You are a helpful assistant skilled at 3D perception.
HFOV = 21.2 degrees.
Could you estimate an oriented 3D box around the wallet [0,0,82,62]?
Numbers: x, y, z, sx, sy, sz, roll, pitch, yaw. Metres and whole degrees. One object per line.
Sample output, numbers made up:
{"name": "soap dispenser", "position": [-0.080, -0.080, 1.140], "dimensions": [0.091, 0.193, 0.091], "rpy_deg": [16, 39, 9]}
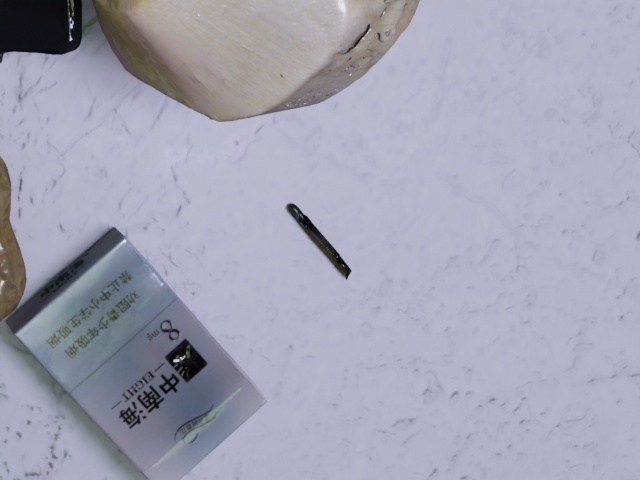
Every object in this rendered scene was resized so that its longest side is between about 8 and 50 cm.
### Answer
{"name": "wallet", "position": [-0.293, -0.292, 1.638], "dimensions": [0.149, 0.044, 0.250], "rpy_deg": [2, 101, 22]}

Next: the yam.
{"name": "yam", "position": [0.000, 0.000, 1.844], "dimensions": [0.014, 0.014, 0.107], "rpy_deg": [-42, 109, -6]}

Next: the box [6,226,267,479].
{"name": "box", "position": [-0.189, 0.126, 1.780], "dimensions": [0.155, 0.067, 0.243], "rpy_deg": [-40, 110, -5]}

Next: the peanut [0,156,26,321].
{"name": "peanut", "position": [-0.337, -0.012, 1.691], "dimensions": [0.089, 0.089, 0.193], "rpy_deg": [-16, 106, -15]}

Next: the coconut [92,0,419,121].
{"name": "coconut", "position": [-0.065, -0.277, 1.580], "dimensions": [0.352, 0.352, 0.352], "rpy_deg": [-4, 102, -18]}
